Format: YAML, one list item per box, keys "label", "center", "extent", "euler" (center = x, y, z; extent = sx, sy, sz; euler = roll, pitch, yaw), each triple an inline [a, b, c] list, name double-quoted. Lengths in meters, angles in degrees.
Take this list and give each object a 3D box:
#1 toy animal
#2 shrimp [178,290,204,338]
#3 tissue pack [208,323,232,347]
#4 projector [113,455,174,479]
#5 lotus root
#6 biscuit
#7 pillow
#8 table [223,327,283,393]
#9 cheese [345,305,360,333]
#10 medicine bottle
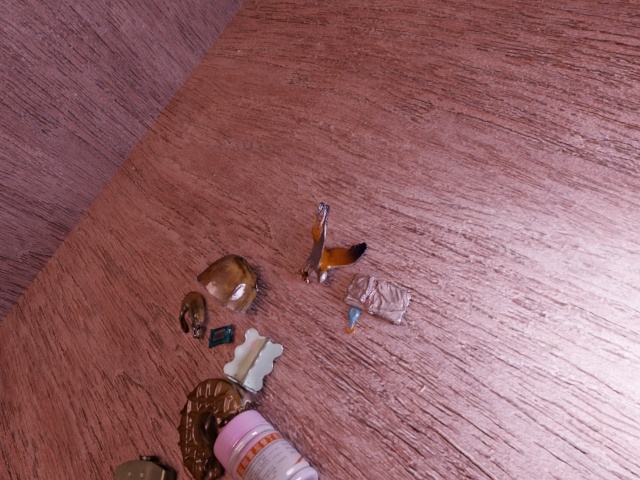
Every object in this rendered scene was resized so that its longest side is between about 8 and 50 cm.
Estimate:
- label: "toy animal"
  center: [-0.012, 0.020, 1.665]
  extent: [0.302, 0.225, 0.284]
  euler: [-56, 34, 9]
- label: "shrimp"
  center: [-0.592, 0.347, 1.876]
  extent: [0.173, 0.058, 0.253]
  euler: [-31, 51, 23]
- label: "tissue pack"
  center: [-0.427, 0.410, 1.766]
  extent: [0.138, 0.028, 0.085]
  euler: [-18, 56, 27]
- label: "projector"
  center: [-0.692, 0.949, 1.608]
  extent: [0.269, 0.088, 0.194]
  euler: [-11, 61, 24]
- label: "lotus root"
  center: [-0.361, 0.170, 1.719]
  extent: [0.192, 0.272, 0.272]
  euler: [-44, 52, -9]
- label: "biscuit"
  center: [-0.414, 0.680, 1.542]
  extent: [0.268, 0.115, 0.366]
  euler: [30, 94, 40]
- label: "pillow"
  center: [0.200, 0.204, 1.495]
  extent: [0.248, 0.049, 0.135]
  euler: [20, 70, 33]
- label: "table"
  center: [-0.255, 0.453, 1.574]
  extent: [0.166, 0.166, 0.198]
  euler: [19, 69, 35]
- label: "cheese"
  center: [0.119, 0.290, 1.520]
  extent: [0.047, 0.017, 0.111]
  euler: [2, 68, 34]
- label: "medicine bottle"
  center: [-0.184, 0.737, 1.355]
  extent: [0.315, 0.202, 0.202]
  euler: [28, 82, 36]
